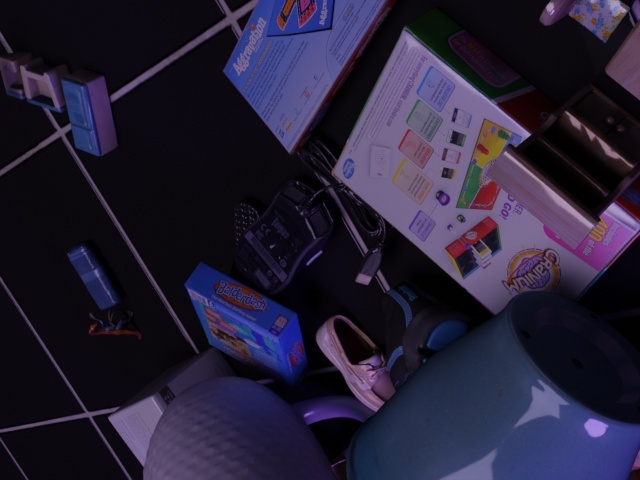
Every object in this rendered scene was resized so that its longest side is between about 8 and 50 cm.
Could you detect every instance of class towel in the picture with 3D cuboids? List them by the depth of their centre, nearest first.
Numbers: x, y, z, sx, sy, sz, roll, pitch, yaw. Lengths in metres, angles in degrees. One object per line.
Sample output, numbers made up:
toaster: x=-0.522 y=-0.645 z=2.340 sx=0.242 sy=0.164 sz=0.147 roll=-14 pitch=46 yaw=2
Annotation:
towel: x=-0.387 y=0.060 z=1.844 sx=0.067 sy=0.029 sz=0.119 roll=-16 pitch=106 yaw=50

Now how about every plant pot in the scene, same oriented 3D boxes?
plant pot: x=0.207 y=0.202 z=1.108 sx=0.271 sy=0.271 sz=0.255 roll=41 pitch=121 yaw=13

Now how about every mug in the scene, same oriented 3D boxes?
mug: x=-0.066 y=0.346 z=1.487 sx=0.328 sy=0.374 sz=0.276 roll=-114 pitch=3 yaw=-47

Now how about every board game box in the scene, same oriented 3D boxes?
board game box: x=0.180 y=-0.061 z=1.163 sx=0.316 sy=0.064 sz=0.242 roll=42 pitch=140 yaw=12
board game box: x=-0.017 y=-0.237 z=1.231 sx=0.145 sy=0.027 sz=0.281 roll=51 pitch=140 yaw=12
board game box: x=-0.101 y=0.127 z=1.531 sx=0.160 sy=0.047 sz=0.210 roll=27 pitch=157 yaw=17

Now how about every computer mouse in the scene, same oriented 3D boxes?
computer mouse: x=0.000 y=0.000 z=1.397 sx=0.184 sy=0.060 sz=0.262 roll=45 pitch=129 yaw=15

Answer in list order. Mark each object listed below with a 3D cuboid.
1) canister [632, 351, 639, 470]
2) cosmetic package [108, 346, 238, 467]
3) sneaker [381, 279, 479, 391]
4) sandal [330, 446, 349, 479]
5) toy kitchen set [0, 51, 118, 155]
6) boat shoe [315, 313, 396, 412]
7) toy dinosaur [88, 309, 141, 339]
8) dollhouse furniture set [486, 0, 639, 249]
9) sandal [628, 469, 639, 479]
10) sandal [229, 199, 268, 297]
canister: x=0.363 y=0.181 z=1.164 sx=0.126 sy=0.073 sz=0.170 roll=51 pitch=143 yaw=2
cosmetic package: x=-0.221 y=0.291 z=1.761 sx=0.151 sy=0.151 sz=0.183 roll=55 pitch=142 yaw=-5
sneaker: x=0.159 y=0.199 z=1.373 sx=0.139 sy=0.125 sz=0.341 roll=47 pitch=154 yaw=52
sandal: x=0.018 y=0.366 z=1.621 sx=0.240 sy=0.079 sz=0.088 roll=-58 pitch=46 yaw=47
toy kitchen set: x=-0.441 y=-0.183 z=1.599 sx=0.207 sy=0.166 sz=0.122 roll=20 pitch=132 yaw=34
boat shoe: x=0.062 y=0.170 z=1.459 sx=0.170 sy=0.063 sz=0.059 roll=44 pitch=147 yaw=10
toy dinosaur: x=-0.358 y=0.150 z=1.842 sx=0.090 sy=0.082 sz=0.047 roll=52 pitch=141 yaw=-2
dollhouse furniture set: x=0.276 y=-0.132 z=0.935 sx=0.212 sy=0.161 sz=0.242 roll=42 pitch=140 yaw=12
sandal: x=0.355 y=0.297 z=1.250 sx=0.265 sy=0.102 sz=0.076 roll=28 pitch=138 yaw=39
sandal: x=-0.093 y=0.022 z=1.523 sx=0.067 sy=0.040 sz=0.179 roll=20 pitch=121 yaw=28
